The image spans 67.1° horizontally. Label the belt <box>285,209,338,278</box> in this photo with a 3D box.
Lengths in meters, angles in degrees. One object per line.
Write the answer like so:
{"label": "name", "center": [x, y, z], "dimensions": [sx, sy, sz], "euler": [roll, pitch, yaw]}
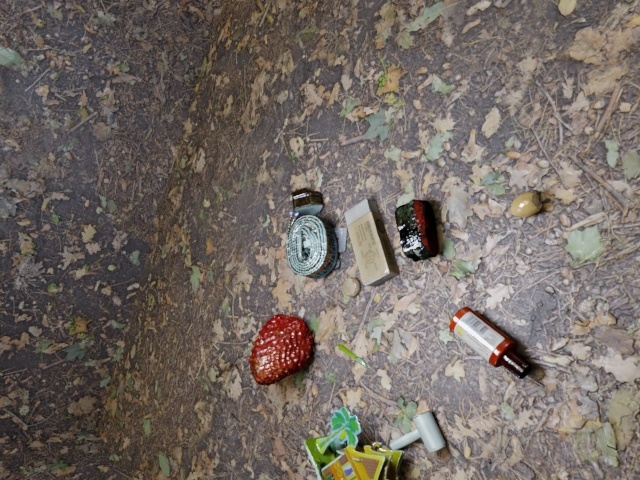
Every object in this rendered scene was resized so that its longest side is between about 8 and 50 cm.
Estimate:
{"label": "belt", "center": [-0.042, 0.015, 2.102], "dimensions": [0.206, 0.160, 0.295], "euler": [-3, 79, 28]}

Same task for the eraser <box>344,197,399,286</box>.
{"label": "eraser", "center": [0.204, 0.008, 1.984], "dimensions": [0.144, 0.078, 0.344], "euler": [-32, 61, 36]}

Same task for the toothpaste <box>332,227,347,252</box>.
{"label": "toothpaste", "center": [0.001, 0.002, 2.203], "dimensions": [0.282, 0.068, 0.099], "euler": [-2, 109, 38]}

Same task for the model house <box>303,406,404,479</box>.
{"label": "model house", "center": [0.158, 0.808, 1.804], "dimensions": [0.313, 0.242, 0.358], "euler": [-45, 53, 20]}

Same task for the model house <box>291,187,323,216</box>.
{"label": "model house", "center": [-0.069, -0.184, 2.285], "dimensions": [0.165, 0.106, 0.152], "euler": [-14, 56, 5]}

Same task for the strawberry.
{"label": "strawberry", "center": [-0.192, 0.468, 2.111], "dimensions": [0.292, 0.343, 0.292], "euler": [2, 93, 29]}

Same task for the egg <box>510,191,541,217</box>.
{"label": "egg", "center": [0.660, -0.114, 1.556], "dimensions": [0.096, 0.080, 0.080], "euler": [-23, 67, 49]}

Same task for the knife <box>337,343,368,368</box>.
{"label": "knife", "center": [0.134, 0.478, 2.010], "dimensions": [0.184, 0.022, 0.026], "euler": [29, 128, 42]}

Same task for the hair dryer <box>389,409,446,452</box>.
{"label": "hair dryer", "center": [0.333, 0.720, 1.741], "dimensions": [0.236, 0.073, 0.131], "euler": [-44, 57, 34]}

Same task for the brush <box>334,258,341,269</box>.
{"label": "brush", "center": [-0.022, 0.077, 2.217], "dimensions": [0.296, 0.060, 0.068], "euler": [15, 110, 32]}

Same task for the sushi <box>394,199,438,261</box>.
{"label": "sushi", "center": [0.357, -0.037, 1.802], "dimensions": [0.126, 0.136, 0.225], "euler": [-16, 67, 33]}

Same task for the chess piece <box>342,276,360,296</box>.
{"label": "chess piece", "center": [0.132, 0.198, 2.050], "dimensions": [0.083, 0.038, 0.084], "euler": [-13, 72, 44]}

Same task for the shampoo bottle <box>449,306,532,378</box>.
{"label": "shampoo bottle", "center": [0.553, 0.335, 1.564], "dimensions": [0.278, 0.104, 0.104], "euler": [41, 111, 41]}
